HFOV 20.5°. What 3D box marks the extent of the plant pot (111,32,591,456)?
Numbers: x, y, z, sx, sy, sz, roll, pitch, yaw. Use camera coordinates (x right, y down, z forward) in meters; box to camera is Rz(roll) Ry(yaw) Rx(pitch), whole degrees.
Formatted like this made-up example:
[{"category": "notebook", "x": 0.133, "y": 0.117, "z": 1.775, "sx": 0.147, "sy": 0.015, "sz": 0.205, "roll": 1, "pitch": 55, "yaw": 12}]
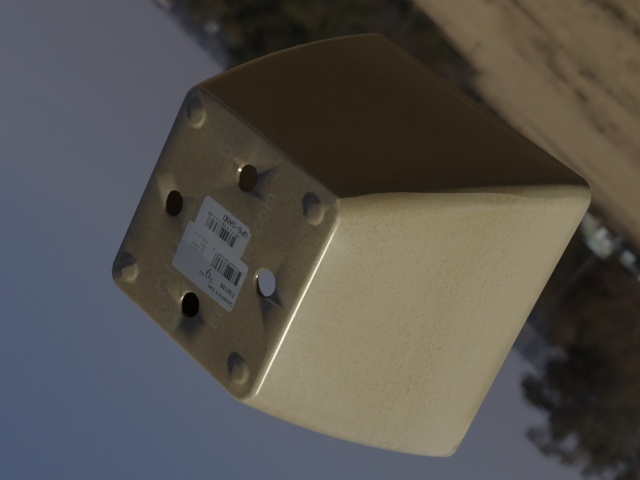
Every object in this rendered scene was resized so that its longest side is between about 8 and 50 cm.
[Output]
[{"category": "plant pot", "x": 0.000, "y": 0.000, "z": 0.568, "sx": 0.096, "sy": 0.109, "sz": 0.109, "roll": 1, "pitch": -148, "yaw": -50}]
